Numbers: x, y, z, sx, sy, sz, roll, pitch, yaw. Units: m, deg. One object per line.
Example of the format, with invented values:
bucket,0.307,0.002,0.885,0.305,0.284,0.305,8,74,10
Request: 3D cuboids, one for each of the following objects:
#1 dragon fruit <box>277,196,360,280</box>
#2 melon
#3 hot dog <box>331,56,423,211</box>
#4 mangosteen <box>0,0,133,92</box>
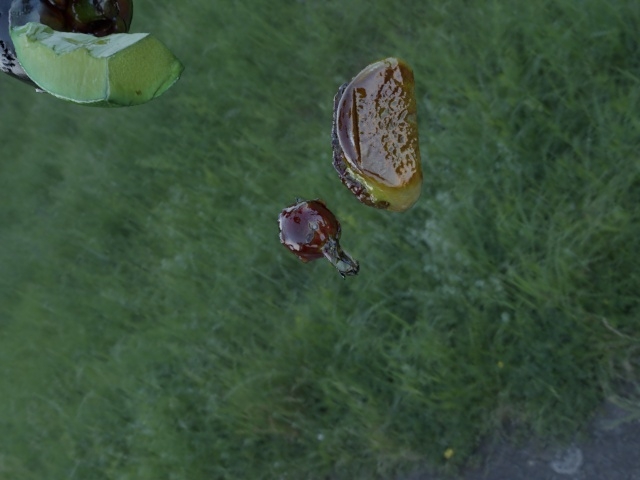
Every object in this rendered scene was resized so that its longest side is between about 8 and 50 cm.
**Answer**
dragon fruit,0.000,0.000,1.562,0.125,0.125,0.246,-44,55,1
melon,-0.433,-0.325,1.418,0.196,0.323,0.124,-39,-44,-47
hot dog,0.137,-0.274,2.018,0.185,0.223,0.405,132,135,-74
mangosteen,-0.664,-0.544,1.962,0.421,0.381,0.381,38,97,44
